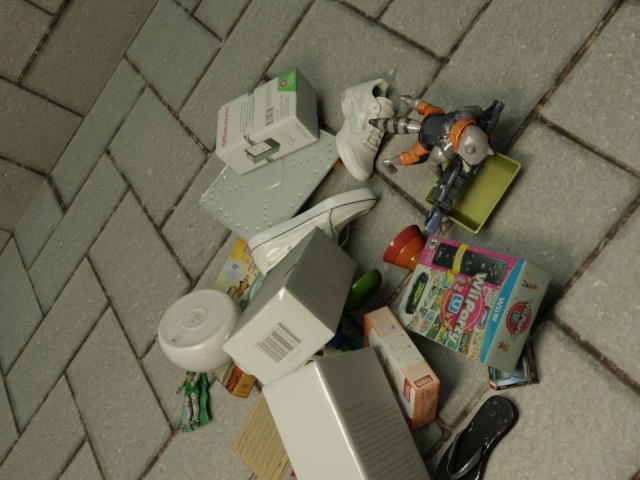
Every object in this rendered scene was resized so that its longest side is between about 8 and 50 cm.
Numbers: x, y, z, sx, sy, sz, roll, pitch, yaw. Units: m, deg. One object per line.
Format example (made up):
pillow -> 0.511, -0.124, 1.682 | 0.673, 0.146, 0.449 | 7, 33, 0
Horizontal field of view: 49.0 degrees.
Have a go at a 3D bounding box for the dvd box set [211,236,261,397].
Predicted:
dvd box set -> -0.214, 0.194, 2.027 | 0.307, 0.062, 0.420 | 33, 96, 45

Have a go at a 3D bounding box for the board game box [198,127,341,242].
board game box -> -0.143, -0.183, 2.084 | 0.390, 0.050, 0.390 | -53, 44, -3

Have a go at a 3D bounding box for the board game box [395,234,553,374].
board game box -> 0.317, 0.125, 1.501 | 0.303, 0.097, 0.224 | 20, 87, 57

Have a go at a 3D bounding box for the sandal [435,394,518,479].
sandal -> 0.307, 0.428, 1.447 | 0.097, 0.054, 0.254 | 32, 95, 45

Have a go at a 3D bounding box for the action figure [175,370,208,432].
action figure -> -0.379, 0.437, 2.078 | 0.137, 0.063, 0.232 | -29, 51, 35

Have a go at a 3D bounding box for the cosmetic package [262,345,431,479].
cosmetic package -> 0.082, 0.462, 1.419 | 0.161, 0.230, 0.453 | -31, 74, 29

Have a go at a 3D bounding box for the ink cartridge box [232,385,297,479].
ink cartridge box -> -0.095, 0.481, 1.773 | 0.193, 0.088, 0.234 | 30, 93, 44

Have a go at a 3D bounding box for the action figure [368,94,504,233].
action figure -> 0.255, -0.204, 1.626 | 0.330, 0.178, 0.341 | 16, 80, 56

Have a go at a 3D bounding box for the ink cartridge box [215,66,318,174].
ink cartridge box -> -0.159, -0.351, 2.086 | 0.289, 0.121, 0.211 | -20, 51, 26

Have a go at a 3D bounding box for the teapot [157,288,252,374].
teapot -> -0.302, 0.269, 1.912 | 0.252, 0.187, 0.256 | -19, 39, 5

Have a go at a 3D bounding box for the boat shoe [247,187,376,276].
boat shoe -> -0.003, -0.001, 1.839 | 0.367, 0.136, 0.156 | -25, 75, 2

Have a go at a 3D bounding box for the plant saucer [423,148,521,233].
plant saucer -> 0.360, -0.126, 1.647 | 0.188, 0.045, 0.188 | 39, 99, 45

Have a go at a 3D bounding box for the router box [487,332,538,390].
router box -> 0.395, 0.244, 1.458 | 0.092, 0.038, 0.122 | -21, 59, 35

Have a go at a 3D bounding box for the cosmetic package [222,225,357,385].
cosmetic package -> -0.056, 0.142, 1.624 | 0.217, 0.156, 0.385 | -44, 9, 20

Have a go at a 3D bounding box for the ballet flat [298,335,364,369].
ballet flat -> 0.017, 0.300, 1.748 | 0.247, 0.087, 0.083 | -29, 54, 30

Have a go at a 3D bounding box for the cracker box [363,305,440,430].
cracker box -> 0.175, 0.282, 1.562 | 0.067, 0.155, 0.232 | -20, 47, -16

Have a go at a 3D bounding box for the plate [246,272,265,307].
plate -> -0.141, 0.153, 1.917 | 0.188, 0.024, 0.188 | -16, 65, 36

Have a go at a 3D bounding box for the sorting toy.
sorting toy -> 0.152, 0.135, 1.679 | 0.126, 0.127, 0.365 | 42, 92, 21

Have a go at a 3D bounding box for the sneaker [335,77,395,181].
sneaker -> 0.125, -0.308, 1.894 | 0.152, 0.114, 0.305 | -16, 62, 39
